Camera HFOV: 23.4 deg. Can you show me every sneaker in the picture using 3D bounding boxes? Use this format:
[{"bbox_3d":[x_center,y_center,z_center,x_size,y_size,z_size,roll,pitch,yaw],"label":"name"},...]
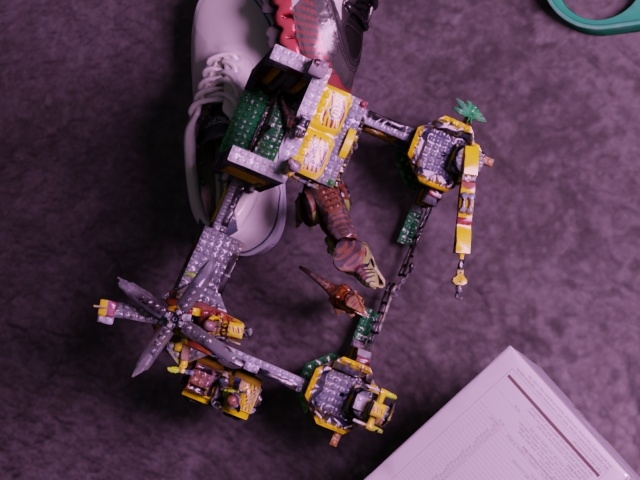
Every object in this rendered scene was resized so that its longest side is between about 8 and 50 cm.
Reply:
[{"bbox_3d":[0.024,-0.249,1.363,0.135,0.097,0.276,-4,75,20],"label":"sneaker"},{"bbox_3d":[-0.076,-0.117,1.371,0.094,0.091,0.258,-12,74,16],"label":"sneaker"}]

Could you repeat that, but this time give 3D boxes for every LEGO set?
[{"bbox_3d":[0.000,0.000,1.224,0.255,0.192,0.331,31,85,-7],"label":"LEGO set"}]

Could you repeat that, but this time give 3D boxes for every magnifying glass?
[{"bbox_3d":[0.295,-0.200,1.299,0.231,0.026,0.092,22,86,21],"label":"magnifying glass"}]

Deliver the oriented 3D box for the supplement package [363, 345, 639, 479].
[{"bbox_3d":[0.114,0.219,1.206,0.244,0.134,0.139,-43,69,5],"label":"supplement package"}]
